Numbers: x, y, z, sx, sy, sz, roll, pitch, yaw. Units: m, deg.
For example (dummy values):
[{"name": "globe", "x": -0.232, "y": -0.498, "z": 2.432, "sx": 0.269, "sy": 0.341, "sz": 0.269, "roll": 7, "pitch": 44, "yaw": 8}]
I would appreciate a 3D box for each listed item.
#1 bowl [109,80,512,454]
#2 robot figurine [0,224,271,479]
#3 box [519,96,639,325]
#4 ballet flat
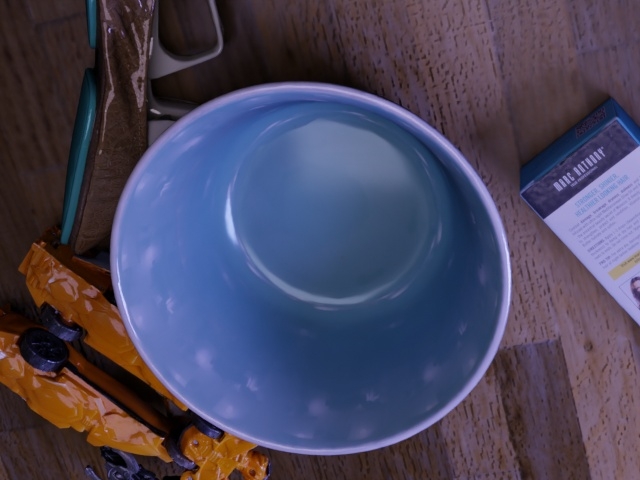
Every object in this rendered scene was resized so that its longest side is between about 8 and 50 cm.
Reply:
[{"name": "bowl", "x": 0.000, "y": 0.000, "z": 1.071, "sx": 0.311, "sy": 0.163, "sz": 0.312, "roll": 3, "pitch": 113, "yaw": 7}, {"name": "robot figurine", "x": -0.162, "y": 0.124, "z": 1.194, "sx": 0.291, "sy": 0.085, "sz": 0.211, "roll": 36, "pitch": 114, "yaw": -6}, {"name": "box", "x": 0.279, "y": 0.008, "z": 1.083, "sx": 0.100, "sy": 0.060, "sz": 0.244, "roll": -39, "pitch": 102, "yaw": 21}, {"name": "ballet flat", "x": -0.143, "y": -0.143, "z": 1.078, "sx": 0.124, "sy": 0.116, "sz": 0.343, "roll": 2, "pitch": 111, "yaw": -13}]
